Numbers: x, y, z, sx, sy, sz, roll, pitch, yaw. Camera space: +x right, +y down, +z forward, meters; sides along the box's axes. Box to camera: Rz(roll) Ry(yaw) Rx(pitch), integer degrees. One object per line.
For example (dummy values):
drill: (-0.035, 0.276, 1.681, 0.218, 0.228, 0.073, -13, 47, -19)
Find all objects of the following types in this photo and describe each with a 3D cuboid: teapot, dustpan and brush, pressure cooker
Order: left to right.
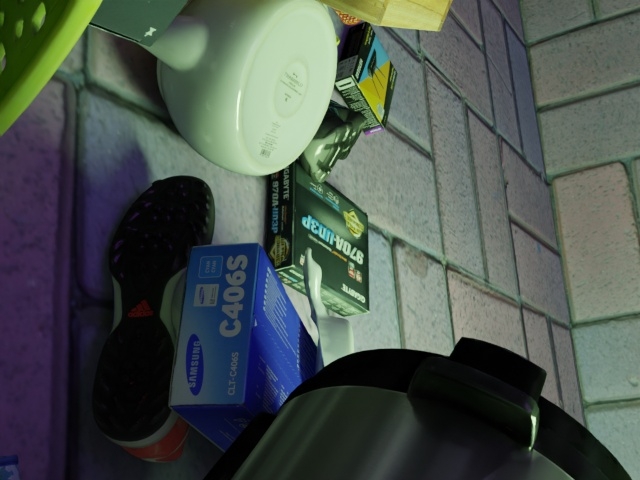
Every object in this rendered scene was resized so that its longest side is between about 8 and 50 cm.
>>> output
teapot: (-0.108, -0.211, 0.983, 0.252, 0.187, 0.256, -48, 148, -35)
dustpan and brush: (0.007, 0.113, 0.948, 0.147, 0.060, 0.211, -105, -164, -81)
pressure cooker: (0.070, 0.302, 0.653, 0.375, 0.370, 0.420, 51, 47, -12)

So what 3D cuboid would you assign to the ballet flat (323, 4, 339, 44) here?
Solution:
ballet flat: (-0.043, -0.373, 1.195, 0.231, 0.077, 0.077, 55, 36, -32)

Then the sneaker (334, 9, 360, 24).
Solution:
sneaker: (0.021, -0.470, 1.446, 0.175, 0.064, 0.067, 57, 14, -39)

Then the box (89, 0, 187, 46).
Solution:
box: (-0.235, -0.310, 0.781, 0.207, 0.108, 0.153, 52, 21, 21)

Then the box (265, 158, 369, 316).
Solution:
box: (0.000, 0.000, 1.199, 0.220, 0.051, 0.175, 35, 49, -50)

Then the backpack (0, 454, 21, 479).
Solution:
backpack: (-0.278, 0.188, 0.579, 0.114, 0.105, 0.084, 3, 65, -57)

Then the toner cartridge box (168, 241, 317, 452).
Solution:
toner cartridge box: (-0.064, 0.154, 0.881, 0.348, 0.075, 0.165, 68, 21, -59)

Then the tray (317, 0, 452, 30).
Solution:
tray: (-0.061, -0.352, 0.924, 0.203, 0.411, 0.076, -23, 136, -61)

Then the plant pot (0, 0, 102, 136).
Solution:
plant pot: (-0.298, -0.235, 0.575, 0.228, 0.227, 0.207, 17, 55, -37)

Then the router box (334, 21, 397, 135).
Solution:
router box: (0.087, -0.303, 1.487, 0.133, 0.046, 0.179, 53, 36, -35)

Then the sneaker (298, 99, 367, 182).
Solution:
sneaker: (-0.006, -0.158, 1.179, 0.106, 0.101, 0.267, 32, 16, 1)

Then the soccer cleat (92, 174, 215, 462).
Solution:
soccer cleat: (-0.165, 0.076, 0.851, 0.116, 0.108, 0.318, 76, 14, -56)
